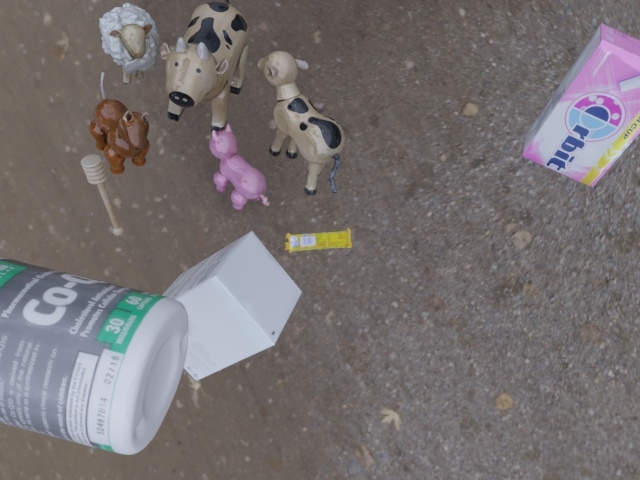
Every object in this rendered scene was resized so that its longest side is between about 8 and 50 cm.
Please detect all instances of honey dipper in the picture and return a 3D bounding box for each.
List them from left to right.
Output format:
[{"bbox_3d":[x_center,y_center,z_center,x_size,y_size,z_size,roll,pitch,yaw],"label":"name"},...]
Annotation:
[{"bbox_3d":[-0.344,-0.065,0.864,0.030,0.030,0.161,28,142,22],"label":"honey dipper"}]

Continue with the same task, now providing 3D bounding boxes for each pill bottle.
[{"bbox_3d":[-0.378,0.137,0.712,0.360,0.204,0.204,13,111,3],"label":"pill bottle"}]

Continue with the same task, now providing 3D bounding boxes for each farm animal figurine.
[{"bbox_3d":[-0.138,-0.215,0.737,0.172,0.330,0.327,113,154,-52],"label":"farm animal figurine"}]

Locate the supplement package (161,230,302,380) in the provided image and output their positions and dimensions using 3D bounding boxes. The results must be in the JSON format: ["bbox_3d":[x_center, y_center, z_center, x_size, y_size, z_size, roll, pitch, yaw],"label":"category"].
[{"bbox_3d":[-0.223,0.152,1.246,0.262,0.198,0.199,-29,107,30],"label":"supplement package"}]

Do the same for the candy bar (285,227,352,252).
[{"bbox_3d":[0.000,0.000,1.067,0.018,0.161,0.040,1,94,55],"label":"candy bar"}]

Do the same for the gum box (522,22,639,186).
[{"bbox_3d":[0.359,-0.167,0.708,0.107,0.062,0.188,26,135,4],"label":"gum box"}]
